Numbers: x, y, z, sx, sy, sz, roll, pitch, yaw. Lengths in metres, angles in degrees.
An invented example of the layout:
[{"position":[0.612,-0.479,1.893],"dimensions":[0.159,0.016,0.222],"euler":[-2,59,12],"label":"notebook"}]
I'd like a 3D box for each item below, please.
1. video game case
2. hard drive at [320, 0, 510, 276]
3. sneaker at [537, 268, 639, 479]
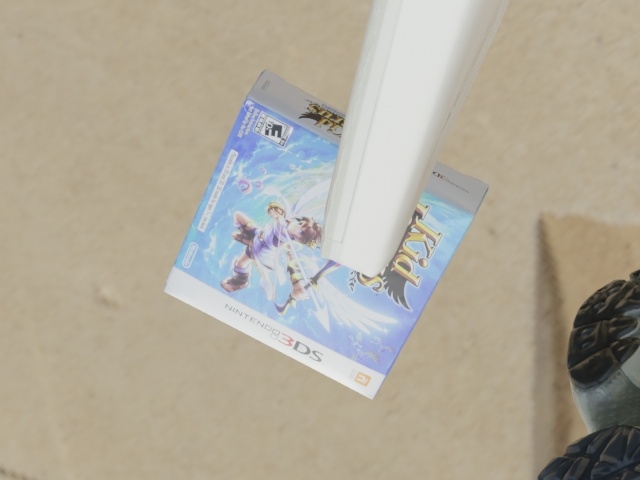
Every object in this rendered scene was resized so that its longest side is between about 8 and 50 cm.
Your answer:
[{"position":[0.000,0.000,1.921],"dimensions":[0.244,0.061,0.269],"euler":[27,129,1],"label":"video game case"},{"position":[0.065,-0.125,0.806],"dimensions":[0.040,0.203,0.307],"euler":[24,160,4],"label":"hard drive"},{"position":[0.151,0.119,0.761],"dimensions":[0.110,0.283,0.122],"euler":[-19,113,32],"label":"sneaker"}]
